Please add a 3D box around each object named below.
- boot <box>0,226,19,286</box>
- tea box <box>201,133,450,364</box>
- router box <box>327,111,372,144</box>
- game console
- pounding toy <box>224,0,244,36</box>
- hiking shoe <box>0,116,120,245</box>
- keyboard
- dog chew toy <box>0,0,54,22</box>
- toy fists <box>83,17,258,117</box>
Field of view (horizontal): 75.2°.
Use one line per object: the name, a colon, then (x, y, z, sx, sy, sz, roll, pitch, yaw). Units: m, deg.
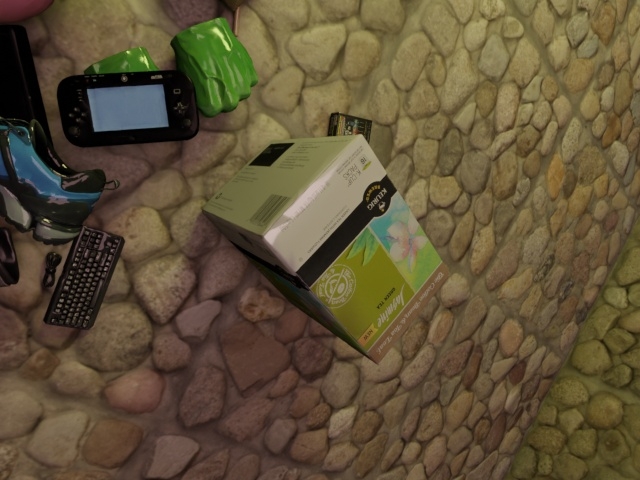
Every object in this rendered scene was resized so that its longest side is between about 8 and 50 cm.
boot: (-0.550, 0.089, 0.591, 0.222, 0.118, 0.339, -17, 112, -20)
tea box: (0.000, 0.000, 0.776, 0.220, 0.329, 0.324, -48, 119, -13)
router box: (0.062, -0.217, 0.934, 0.091, 0.038, 0.123, 4, 99, -31)
game console: (-0.369, -0.206, 0.619, 0.360, 0.044, 0.214, -6, 108, -7)
pounding toy: (-0.150, -0.475, 0.735, 0.141, 0.100, 0.130, 44, 77, -18)
hiking shoe: (-0.445, -0.128, 0.565, 0.304, 0.113, 0.132, 39, 91, -27)
keyboard: (-0.426, 0.064, 0.726, 0.108, 0.023, 0.180, 21, 89, -31)
dog chew toy: (-0.353, -0.410, 0.522, 0.331, 0.207, 0.207, -17, 110, -4)
toy fists: (-0.244, -0.263, 0.719, 0.279, 0.096, 0.143, -31, 104, -19)
